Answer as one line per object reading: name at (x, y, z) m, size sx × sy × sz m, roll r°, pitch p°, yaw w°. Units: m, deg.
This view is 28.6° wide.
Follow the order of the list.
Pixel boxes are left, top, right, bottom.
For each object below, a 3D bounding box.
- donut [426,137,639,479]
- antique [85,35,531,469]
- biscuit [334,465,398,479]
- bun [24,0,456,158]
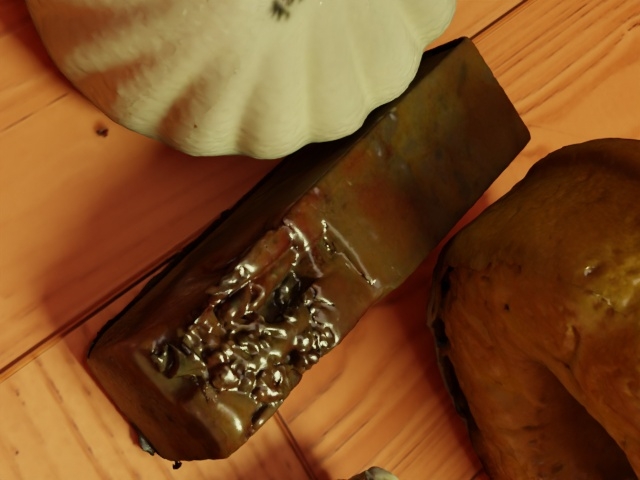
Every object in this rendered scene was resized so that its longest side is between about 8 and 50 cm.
donut at (0.205, 0.099, 0.779) m, size 0.150 × 0.299 × 0.317 m, roll -35°, pitch 70°, yaw -24°
antique at (0.000, 0.000, 0.754) m, size 0.310 × 0.093 × 0.087 m, roll -45°, pitch 108°, yaw -33°
biscuit at (-0.085, 0.282, 0.649) m, size 0.426 × 0.078 × 0.144 m, roll -31°, pitch 100°, yaw -37°
bun at (-0.031, -0.162, 0.653) m, size 0.263 × 0.175 × 0.263 m, roll -3°, pitch 104°, yaw -12°
